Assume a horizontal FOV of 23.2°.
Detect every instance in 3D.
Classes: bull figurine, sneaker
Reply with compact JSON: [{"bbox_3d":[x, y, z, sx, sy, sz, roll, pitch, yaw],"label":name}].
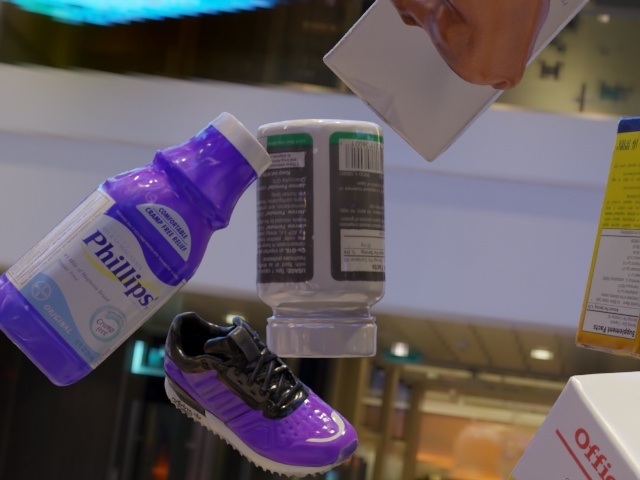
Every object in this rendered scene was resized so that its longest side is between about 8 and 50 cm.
[{"bbox_3d":[0.131,-0.253,1.182,0.101,0.188,0.310,-25,-31,-30],"label":"bull figurine"},{"bbox_3d":[-0.084,0.174,1.890,0.293,0.146,0.102,24,42,31],"label":"sneaker"}]

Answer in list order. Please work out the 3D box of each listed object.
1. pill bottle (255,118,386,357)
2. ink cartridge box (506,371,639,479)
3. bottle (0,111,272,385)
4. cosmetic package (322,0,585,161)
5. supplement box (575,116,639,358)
[{"bbox_3d":[0.000,0.000,2.419,0.204,0.361,0.204,0,-3,0],"label":"pill bottle"},{"bbox_3d":[0.232,0.239,1.157,0.119,0.353,0.207,0,40,-34],"label":"ink cartridge box"},{"bbox_3d":[-0.167,0.001,1.410,0.118,0.283,0.092,50,-8,-21],"label":"bottle"},{"bbox_3d":[0.214,-0.317,2.145,0.217,0.385,0.156,46,19,3],"label":"cosmetic package"},{"bbox_3d":[0.532,0.007,2.289,0.195,0.356,0.194,12,-2,-18],"label":"supplement box"}]
